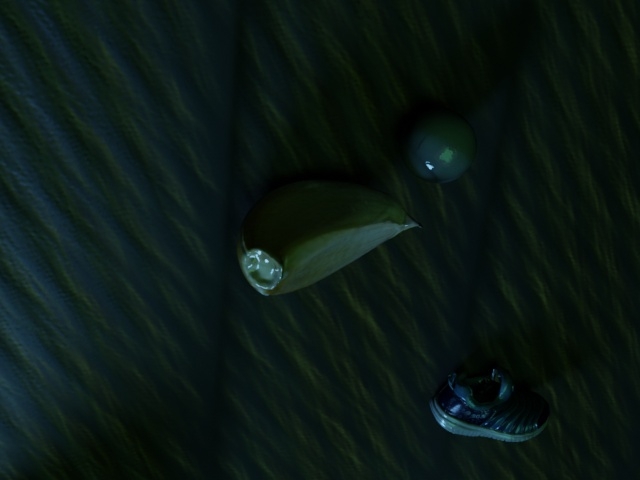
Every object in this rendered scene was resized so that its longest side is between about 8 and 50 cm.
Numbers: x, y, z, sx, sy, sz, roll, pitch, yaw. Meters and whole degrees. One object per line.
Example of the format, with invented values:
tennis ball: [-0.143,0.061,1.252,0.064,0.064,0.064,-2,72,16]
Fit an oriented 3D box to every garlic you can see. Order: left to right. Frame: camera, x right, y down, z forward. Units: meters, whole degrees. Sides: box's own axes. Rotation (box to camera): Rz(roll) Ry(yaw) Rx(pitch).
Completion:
garlic: [-0.001,-0.005,1.960,0.245,0.164,0.145,-19,111,-18]

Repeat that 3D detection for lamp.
lamp: [0.160,-0.129,1.986,0.105,0.105,0.105,-12,126,-17]

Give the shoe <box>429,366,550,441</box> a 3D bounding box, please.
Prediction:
shoe: [0.277,0.253,2.307,0.207,0.091,0.106,10,123,-26]
